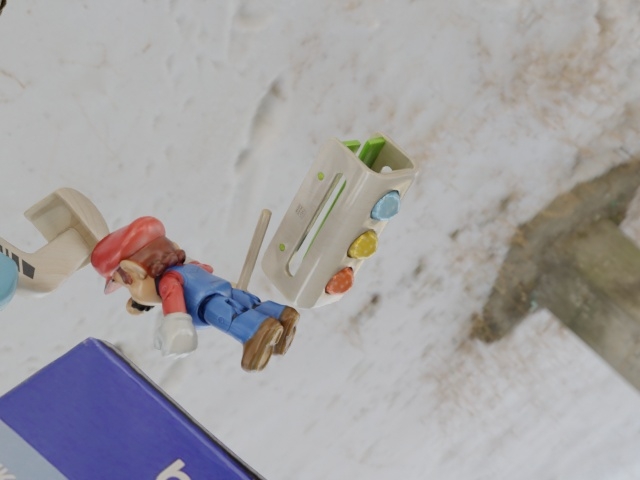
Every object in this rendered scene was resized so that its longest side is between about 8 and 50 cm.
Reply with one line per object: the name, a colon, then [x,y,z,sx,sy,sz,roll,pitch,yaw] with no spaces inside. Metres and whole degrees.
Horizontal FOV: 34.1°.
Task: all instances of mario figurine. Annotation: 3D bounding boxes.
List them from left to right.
mario figurine: [-0.199,0.096,1.513,0.170,0.320,0.198,-57,163,-15]

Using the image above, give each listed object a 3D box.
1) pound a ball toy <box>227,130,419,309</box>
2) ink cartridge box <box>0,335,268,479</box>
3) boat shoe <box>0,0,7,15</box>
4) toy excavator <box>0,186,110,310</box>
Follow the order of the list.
pound a ball toy: [0.000,0.000,1.597,0.208,0.136,0.319,-13,141,-48]
ink cartridge box: [-0.144,0.218,0.372,0.395,0.151,0.270,-38,157,-40]
boat shoe: [-0.491,-0.326,1.400,0.324,0.119,0.123,115,-4,-57]
toy excavator: [-0.495,0.027,1.457,0.222,0.433,0.445,-28,133,23]
